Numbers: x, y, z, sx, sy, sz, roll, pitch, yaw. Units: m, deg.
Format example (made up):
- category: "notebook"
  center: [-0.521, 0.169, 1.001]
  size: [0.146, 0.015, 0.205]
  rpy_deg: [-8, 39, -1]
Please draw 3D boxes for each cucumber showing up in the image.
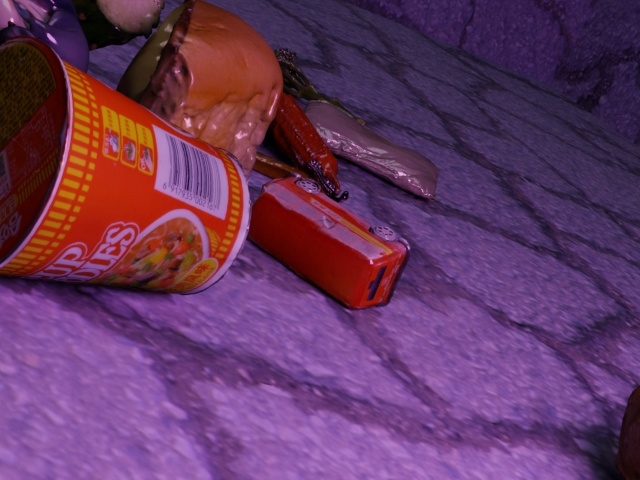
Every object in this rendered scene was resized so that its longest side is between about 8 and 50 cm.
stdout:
- category: "cucumber"
  center: [-0.333, -0.227, 1.252]
  size: [0.325, 0.105, 0.145]
  rpy_deg: [-3, 15, 21]

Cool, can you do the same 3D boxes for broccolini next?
- category: "broccolini"
  center: [-0.005, -0.239, 1.942]
  size: [0.216, 0.067, 0.058]
  rpy_deg: [33, 57, 23]

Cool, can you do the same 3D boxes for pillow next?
- category: "pillow"
  center: [0.071, -0.133, 1.760]
  size: [0.230, 0.050, 0.148]
  rpy_deg: [26, 24, 1]

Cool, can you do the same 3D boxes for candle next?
- category: "candle"
  center: [-0.035, -0.130, 1.586]
  size: [0.059, 0.084, 0.301]
  rpy_deg: [-16, 41, -18]

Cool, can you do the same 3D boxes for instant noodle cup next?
- category: "instant noodle cup"
  center: [-0.174, -0.041, 0.968]
  size: [0.212, 0.193, 0.193]
  rpy_deg: [19, 17, -45]

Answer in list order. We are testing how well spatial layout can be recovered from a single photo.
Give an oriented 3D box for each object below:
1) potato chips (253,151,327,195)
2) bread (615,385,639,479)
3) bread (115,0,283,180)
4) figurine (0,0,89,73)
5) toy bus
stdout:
- category: "potato chips"
  center: [-0.082, -0.097, 1.479]
  size: [0.204, 0.026, 0.037]
  rpy_deg: [28, 31, 3]
- category: "bread"
  center: [0.357, 0.208, 1.050]
  size: [0.230, 0.123, 0.230]
  rpy_deg: [28, 13, -7]
- category: "bread"
  center: [-0.128, -0.147, 1.268]
  size: [0.162, 0.204, 0.262]
  rpy_deg: [18, 22, -13]
- category: "figurine"
  center: [-0.321, -0.168, 1.050]
  size: [0.265, 0.197, 0.175]
  rpy_deg: [3, 54, -47]
- category: "toy bus"
  center: [0.000, 0.000, 1.234]
  size: [0.174, 0.079, 0.077]
  rpy_deg: [34, 29, 24]
